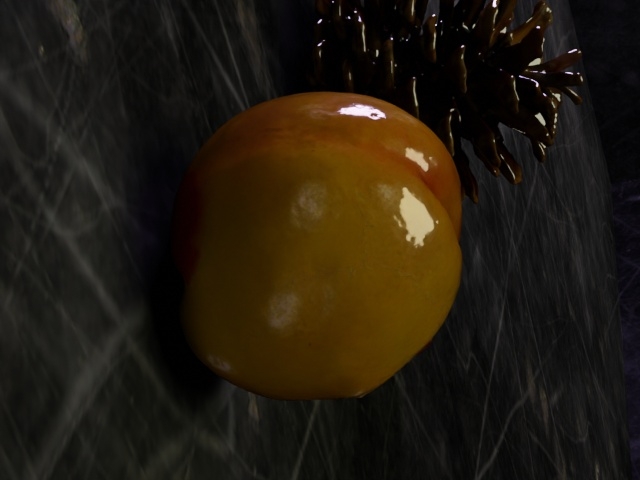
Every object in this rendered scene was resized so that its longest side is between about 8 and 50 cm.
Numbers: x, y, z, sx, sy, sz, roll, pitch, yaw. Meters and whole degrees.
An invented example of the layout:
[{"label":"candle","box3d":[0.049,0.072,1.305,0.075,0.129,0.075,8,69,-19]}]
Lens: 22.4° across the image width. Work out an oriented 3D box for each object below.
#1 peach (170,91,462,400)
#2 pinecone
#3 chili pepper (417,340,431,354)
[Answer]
[{"label":"peach","box3d":[0.000,0.000,0.704,0.138,0.138,0.138,-10,90,-76]},{"label":"pinecone","box3d":[0.078,-0.096,0.993,0.163,0.165,0.163,-2,90,-80]},{"label":"chili pepper","box3d":[0.050,0.039,1.026,0.191,0.050,0.059,74,7,-73]}]
